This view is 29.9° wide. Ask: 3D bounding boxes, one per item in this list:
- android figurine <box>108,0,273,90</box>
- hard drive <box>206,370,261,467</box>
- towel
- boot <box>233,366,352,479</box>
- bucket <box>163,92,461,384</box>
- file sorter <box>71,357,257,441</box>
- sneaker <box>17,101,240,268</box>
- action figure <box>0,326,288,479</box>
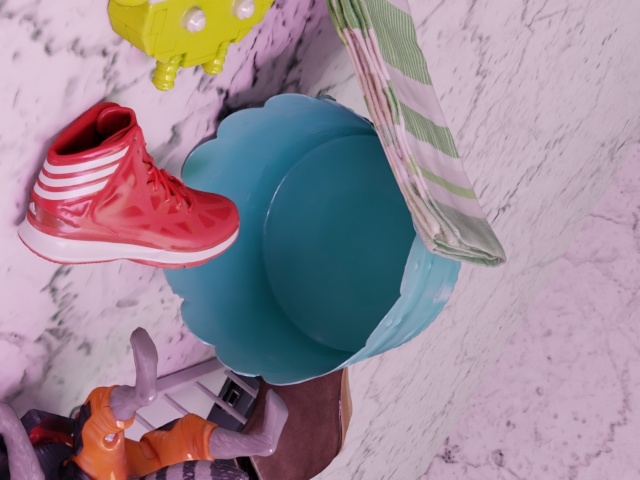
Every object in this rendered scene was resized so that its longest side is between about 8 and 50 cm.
[{"bbox_3d":[-0.080,-0.245,0.951,0.248,0.056,0.273,-27,144,-50],"label":"android figurine"},{"bbox_3d":[-0.117,0.266,1.633,0.172,0.054,0.255,-8,130,-62],"label":"hard drive"},{"bbox_3d":[0.089,-0.133,1.145,0.038,0.325,0.248,-25,168,18],"label":"towel"},{"bbox_3d":[-0.037,0.164,1.341,0.207,0.090,0.248,-46,127,-52],"label":"boot"},{"bbox_3d":[0.000,0.000,1.198,0.281,0.281,0.183,-59,157,12],"label":"bucket"},{"bbox_3d":[-0.169,0.286,1.398,0.277,0.173,0.193,-14,135,-58],"label":"file sorter"},{"bbox_3d":[-0.143,-0.048,1.034,0.221,0.087,0.128,-8,130,-46],"label":"sneaker"},{"bbox_3d":[-0.235,0.216,1.071,0.330,0.178,0.341,-37,152,20],"label":"action figure"}]
